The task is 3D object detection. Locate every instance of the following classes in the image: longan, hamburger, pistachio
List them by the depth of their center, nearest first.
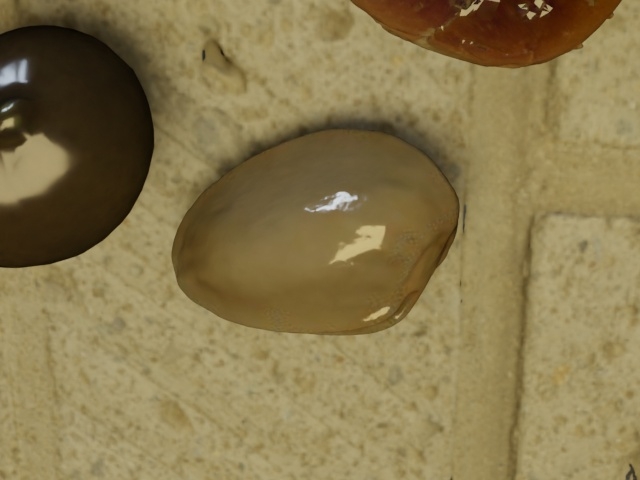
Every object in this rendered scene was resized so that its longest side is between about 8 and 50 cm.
[{"bbox_3d":[0.098,-0.249,1.084,0.243,0.146,0.286,-27,111,13],"label":"hamburger"},{"bbox_3d":[-0.208,-0.065,1.208,0.189,0.189,0.189,3,119,6],"label":"longan"},{"bbox_3d":[0.000,0.000,1.245,0.223,0.126,0.152,-19,81,22],"label":"pistachio"}]
